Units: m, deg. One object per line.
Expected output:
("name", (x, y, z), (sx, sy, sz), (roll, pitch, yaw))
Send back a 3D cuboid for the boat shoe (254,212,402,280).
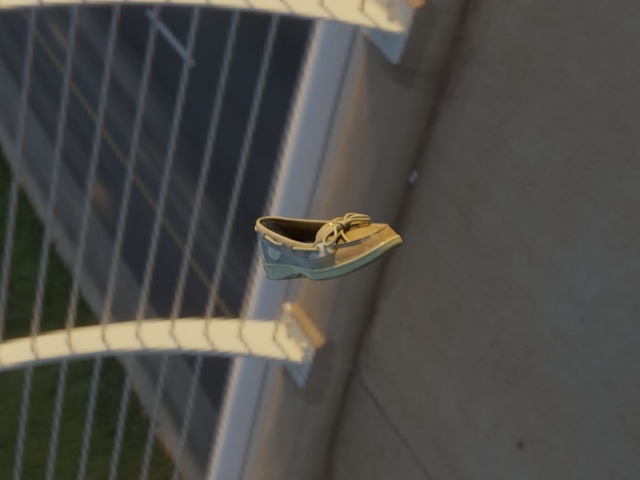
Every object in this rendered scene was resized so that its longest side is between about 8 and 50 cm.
("boat shoe", (0.001, -0.001, 0.909), (0.153, 0.056, 0.048), (-5, 109, 56))
